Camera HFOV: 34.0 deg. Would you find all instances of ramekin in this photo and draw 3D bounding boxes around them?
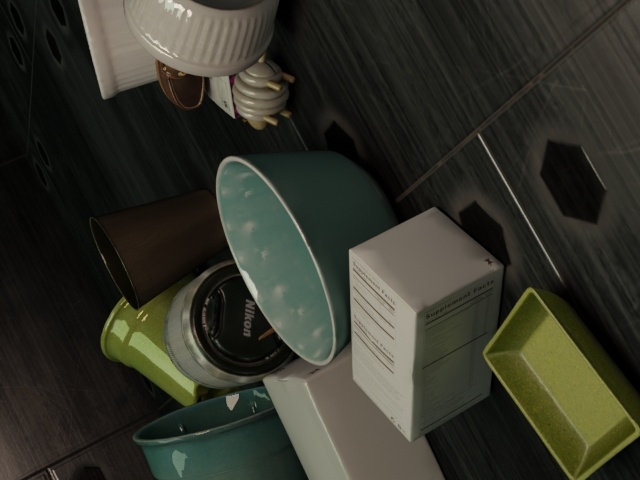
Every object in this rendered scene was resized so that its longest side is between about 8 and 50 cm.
[{"bbox_3d":[-0.149,-0.330,1.384,0.207,0.207,0.109,58,148,16],"label":"ramekin"},{"bbox_3d":[-0.329,-0.384,1.735,0.277,0.135,0.277,166,90,-80],"label":"ramekin"}]

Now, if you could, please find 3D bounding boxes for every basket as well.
[{"bbox_3d":[-0.303,-0.002,2.047,0.204,0.227,0.154,58,157,13],"label":"basket"}]

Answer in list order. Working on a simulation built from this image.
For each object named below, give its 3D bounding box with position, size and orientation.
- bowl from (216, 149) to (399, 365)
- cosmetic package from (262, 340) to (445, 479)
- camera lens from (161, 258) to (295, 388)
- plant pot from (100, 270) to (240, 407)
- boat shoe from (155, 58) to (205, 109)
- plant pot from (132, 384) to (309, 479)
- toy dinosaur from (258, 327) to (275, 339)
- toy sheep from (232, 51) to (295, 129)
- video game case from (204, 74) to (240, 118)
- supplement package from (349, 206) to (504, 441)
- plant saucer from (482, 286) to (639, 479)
[{"bbox_3d":[0.000,0.000,1.450,0.311,0.163,0.311,48,152,35],"label":"bowl"},{"bbox_3d":[0.075,0.359,1.693,0.385,0.156,0.217,67,158,-5],"label":"cosmetic package"},{"bbox_3d":[-0.166,0.159,1.923,0.219,0.219,0.274,63,158,2],"label":"camera lens"},{"bbox_3d":[-0.292,0.233,2.279,0.254,0.276,0.276,41,150,24],"label":"plant pot"},{"bbox_3d":[-0.218,-0.291,1.626,0.073,0.073,0.207,41,149,49],"label":"boat shoe"},{"bbox_3d":[-0.155,0.486,2.025,0.341,0.341,0.334,-8,98,67],"label":"plant pot"},{"bbox_3d":[-0.022,0.058,1.620,0.064,0.112,0.211,91,-173,-82],"label":"toy dinosaur"},{"bbox_3d":[-0.084,-0.219,1.513,0.091,0.091,0.132,45,138,40],"label":"toy sheep"},{"bbox_3d":[-0.186,-0.339,1.661,0.210,0.042,0.232,44,151,41],"label":"video game case"},{"bbox_3d":[0.128,0.106,1.309,0.134,0.139,0.244,44,150,38],"label":"supplement package"},{"bbox_3d":[0.274,0.156,1.159,0.188,0.045,0.188,56,157,20],"label":"plant saucer"}]
